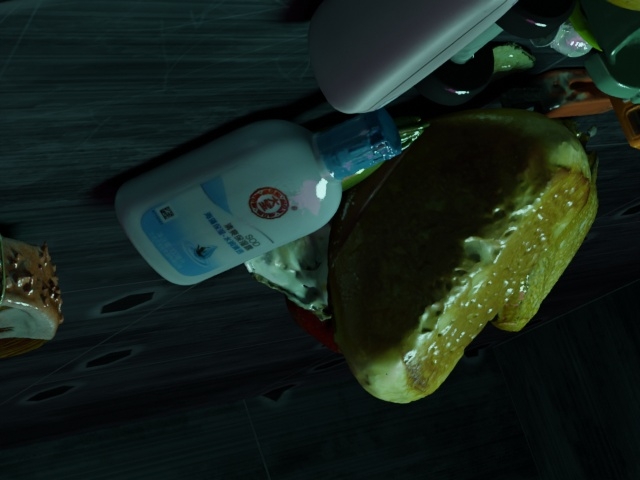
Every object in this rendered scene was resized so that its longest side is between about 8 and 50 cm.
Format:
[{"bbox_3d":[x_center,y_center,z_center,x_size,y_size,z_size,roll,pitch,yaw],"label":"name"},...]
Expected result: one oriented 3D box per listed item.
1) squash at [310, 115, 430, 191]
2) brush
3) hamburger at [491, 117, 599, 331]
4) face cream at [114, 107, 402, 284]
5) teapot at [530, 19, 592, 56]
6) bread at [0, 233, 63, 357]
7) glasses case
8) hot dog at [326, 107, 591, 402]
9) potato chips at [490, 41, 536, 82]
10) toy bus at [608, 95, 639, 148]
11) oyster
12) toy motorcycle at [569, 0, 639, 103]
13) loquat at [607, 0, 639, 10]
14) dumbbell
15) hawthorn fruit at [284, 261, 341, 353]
[{"bbox_3d":[-0.024,-0.083,1.910,0.341,0.094,0.094,-22,168,23],"label":"squash"},{"bbox_3d":[0.333,-0.194,2.058,0.070,0.051,0.323,-20,173,40],"label":"brush"},{"bbox_3d":[0.293,-0.029,2.268,0.314,0.170,0.290,-55,168,-16],"label":"hamburger"},{"bbox_3d":[-0.065,-0.062,1.824,0.337,0.080,0.163,-23,125,20],"label":"face cream"},{"bbox_3d":[0.269,-0.244,1.732,0.064,0.064,0.083,0,126,-38],"label":"teapot"},{"bbox_3d":[-0.417,0.075,1.863,0.212,0.142,0.224,15,147,-39],"label":"bread"},{"bbox_3d":[0.083,-0.213,1.427,0.075,0.113,0.297,-12,166,-37],"label":"glasses case"},{"bbox_3d":[0.141,-0.007,1.964,0.405,0.223,0.185,-52,157,2],"label":"hot dog"},{"bbox_3d":[0.181,-0.197,1.867,0.209,0.026,0.142,-14,164,-33],"label":"potato chips"},{"bbox_3d":[0.517,-0.231,1.925,0.329,0.153,0.143,-26,164,30],"label":"toy bus"},{"bbox_3d":[0.000,0.000,2.124,0.223,0.214,0.083,-41,-165,38],"label":"oyster"},{"bbox_3d":[0.435,-0.239,1.652,0.326,0.199,0.191,-6,162,-37],"label":"toy motorcycle"},{"bbox_3d":[0.294,-0.275,1.428,0.141,0.141,0.141,-18,168,-4],"label":"loquat"},{"bbox_3d":[0.166,-0.217,1.574,0.100,0.100,0.191,-12,166,-31],"label":"dumbbell"},{"bbox_3d":[0.078,0.033,2.326,0.230,0.266,0.210,11,134,16],"label":"hawthorn fruit"}]
